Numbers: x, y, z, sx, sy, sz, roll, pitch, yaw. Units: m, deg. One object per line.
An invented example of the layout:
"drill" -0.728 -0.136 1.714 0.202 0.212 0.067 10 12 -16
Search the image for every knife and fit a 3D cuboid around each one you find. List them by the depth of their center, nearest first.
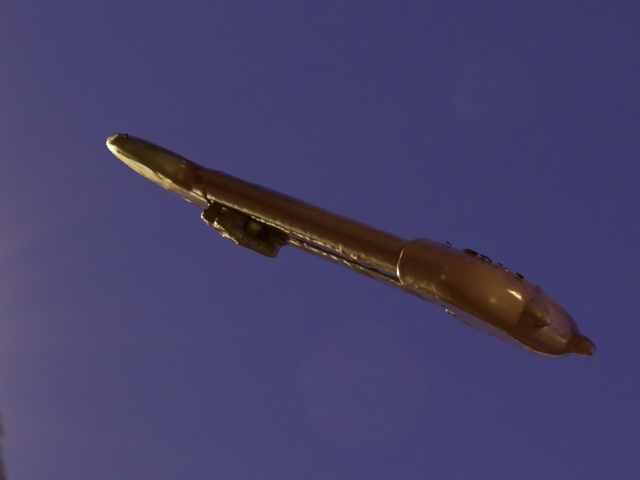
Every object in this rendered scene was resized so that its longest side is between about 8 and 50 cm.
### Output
"knife" 0.000 0.001 0.960 0.132 0.038 0.399 29 -6 -37
